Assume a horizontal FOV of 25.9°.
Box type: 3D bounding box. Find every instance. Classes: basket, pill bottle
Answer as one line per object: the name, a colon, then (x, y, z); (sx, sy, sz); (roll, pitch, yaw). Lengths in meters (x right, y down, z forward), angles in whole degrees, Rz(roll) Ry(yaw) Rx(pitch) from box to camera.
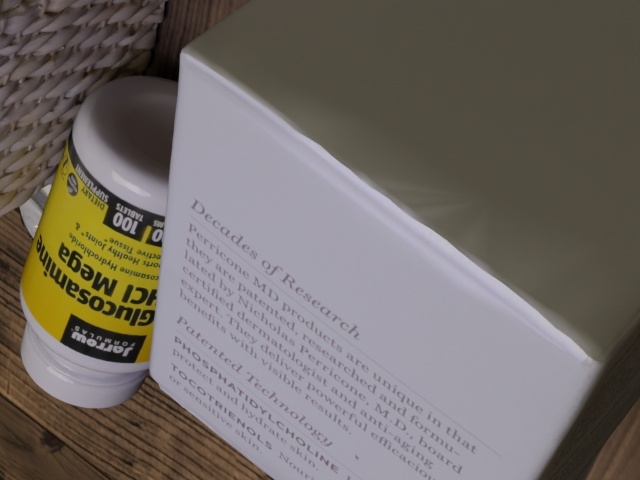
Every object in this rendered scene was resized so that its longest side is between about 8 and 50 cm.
basket: (-0.349, -0.211, 1.336); (0.266, 0.331, 0.328); (38, 134, 12)
pill bottle: (-0.199, 0.013, 1.429); (0.188, 0.188, 0.334); (39, 129, 15)

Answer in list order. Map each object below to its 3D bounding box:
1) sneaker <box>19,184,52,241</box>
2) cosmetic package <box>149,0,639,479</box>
sneaker: (-0.327, -0.097, 1.563); (0.271, 0.100, 0.108); (44, 126, 1)
cosmetic package: (0.106, 0.001, 1.039); (0.327, 0.329, 0.394); (37, 145, 17)
